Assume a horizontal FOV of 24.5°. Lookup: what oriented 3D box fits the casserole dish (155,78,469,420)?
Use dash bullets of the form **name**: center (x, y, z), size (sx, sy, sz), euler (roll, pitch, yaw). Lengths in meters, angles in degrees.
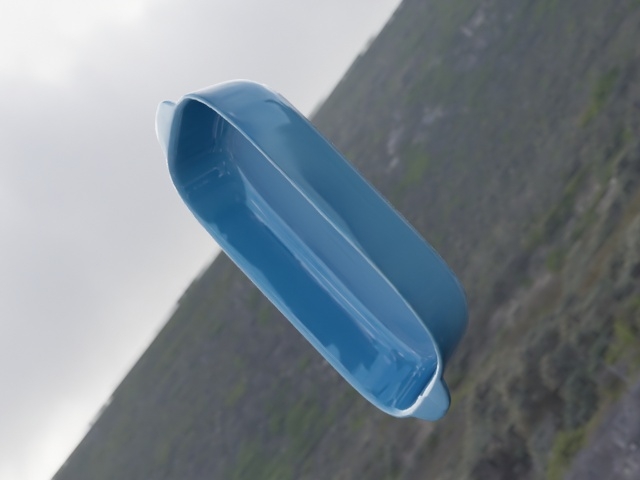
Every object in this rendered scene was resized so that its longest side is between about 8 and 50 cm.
- **casserole dish**: center (0.000, 0.000, 0.660), size (0.037, 0.188, 0.114), euler (-40, -12, -24)
